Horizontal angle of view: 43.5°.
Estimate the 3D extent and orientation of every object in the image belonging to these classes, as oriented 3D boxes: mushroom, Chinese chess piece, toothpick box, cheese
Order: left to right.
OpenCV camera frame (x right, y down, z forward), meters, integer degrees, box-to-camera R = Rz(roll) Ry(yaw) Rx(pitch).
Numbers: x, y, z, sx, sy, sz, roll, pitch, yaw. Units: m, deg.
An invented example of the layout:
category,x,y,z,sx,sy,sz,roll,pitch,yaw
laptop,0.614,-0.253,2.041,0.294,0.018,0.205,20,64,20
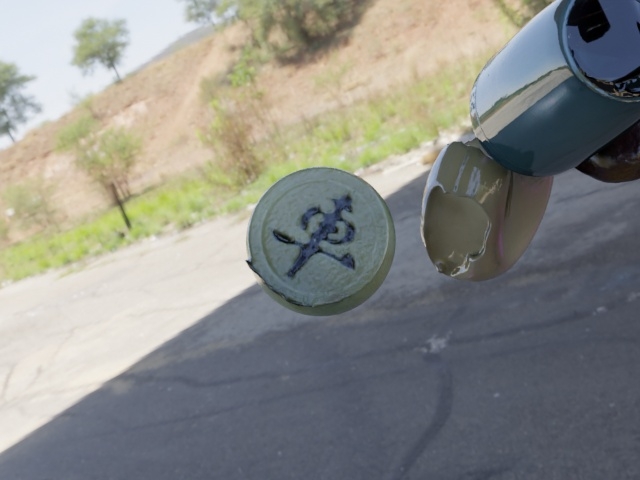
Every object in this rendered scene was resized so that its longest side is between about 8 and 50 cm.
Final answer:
category,x,y,z,sx,sy,sz,roll,pitch,yaw
Chinese chess piece,0.000,0.000,0.445,0.084,0.084,0.034,-24,-16,0
cheese,0.202,-0.071,0.843,0.082,0.163,0.286,19,41,30
toothpick box,0.197,-0.125,0.627,0.120,0.120,0.184,-26,-5,-9
mushroom,0.272,-0.110,0.731,0.123,0.123,0.052,-20,-32,19
